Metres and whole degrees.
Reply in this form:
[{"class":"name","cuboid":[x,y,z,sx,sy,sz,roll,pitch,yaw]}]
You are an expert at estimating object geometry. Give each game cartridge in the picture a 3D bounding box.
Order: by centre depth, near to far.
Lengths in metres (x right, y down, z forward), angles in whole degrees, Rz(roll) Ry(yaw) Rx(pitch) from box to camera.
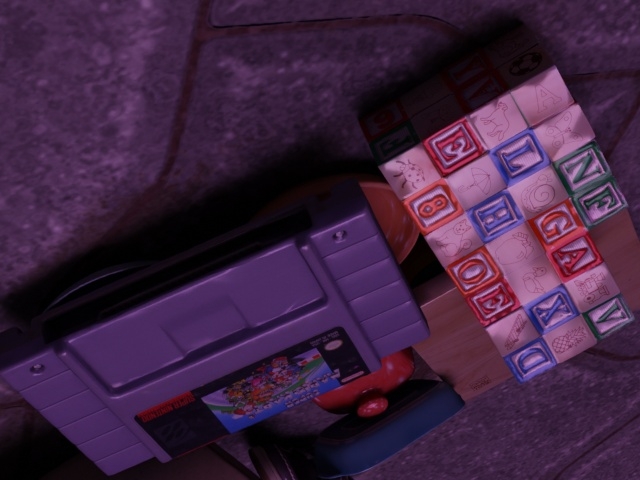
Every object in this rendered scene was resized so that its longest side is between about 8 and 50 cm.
[{"class":"game cartridge","cuboid":[-0.088,0.094,1.185,0.355,0.068,0.230,-24,136,5]}]

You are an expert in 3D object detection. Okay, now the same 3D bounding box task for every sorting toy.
[{"class":"sorting toy","cuboid":[0.213,0.040,1.381,0.257,0.089,0.255,-29,147,8]}]

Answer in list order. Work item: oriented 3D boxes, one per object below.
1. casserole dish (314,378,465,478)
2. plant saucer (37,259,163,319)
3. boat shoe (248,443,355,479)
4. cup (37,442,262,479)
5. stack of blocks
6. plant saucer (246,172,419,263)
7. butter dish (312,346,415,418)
[{"class":"casserole dish","cuboid":[0.070,0.198,1.392,0.188,0.037,0.114,-28,-171,-27]},{"class":"plant saucer","cuboid":[-0.186,0.070,1.210,0.195,0.037,0.195,-17,146,-12]},{"class":"boat shoe","cuboid":[-0.011,0.299,1.600,0.092,0.103,0.285,-31,151,0]},{"class":"cup","cuboid":[-0.170,0.329,1.379,0.237,0.331,0.331,-52,147,-7]},{"class":"stack of blocks","cuboid":[0.184,-0.026,1.169,0.171,0.087,0.297,-30,124,8]},{"class":"plant saucer","cuboid":[0.000,0.000,1.234,0.200,0.037,0.200,-17,146,-12]},{"class":"butter dish","cuboid":[0.037,0.137,1.377,0.160,0.118,0.160,-31,147,8]}]
